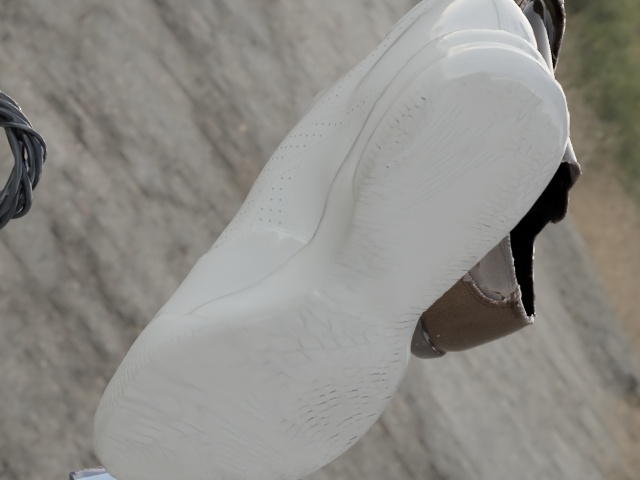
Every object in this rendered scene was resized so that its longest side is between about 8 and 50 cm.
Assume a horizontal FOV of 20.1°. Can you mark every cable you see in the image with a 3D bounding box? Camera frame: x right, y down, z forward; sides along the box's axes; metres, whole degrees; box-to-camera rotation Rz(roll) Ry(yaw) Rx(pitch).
[{"bbox_3d":[-0.331,-0.076,1.632,0.047,0.185,0.150,24,54,-70],"label":"cable"}]

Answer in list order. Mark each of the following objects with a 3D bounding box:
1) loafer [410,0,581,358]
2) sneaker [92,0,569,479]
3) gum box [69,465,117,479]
[{"bbox_3d":[0.164,-0.064,1.523,0.134,0.130,0.365,48,50,-54],"label":"loafer"},{"bbox_3d":[0.000,0.000,0.602,0.080,0.212,0.094,30,29,-27],"label":"sneaker"},{"bbox_3d":[-0.147,0.274,1.597,0.157,0.184,0.041,-8,32,-26],"label":"gum box"}]
